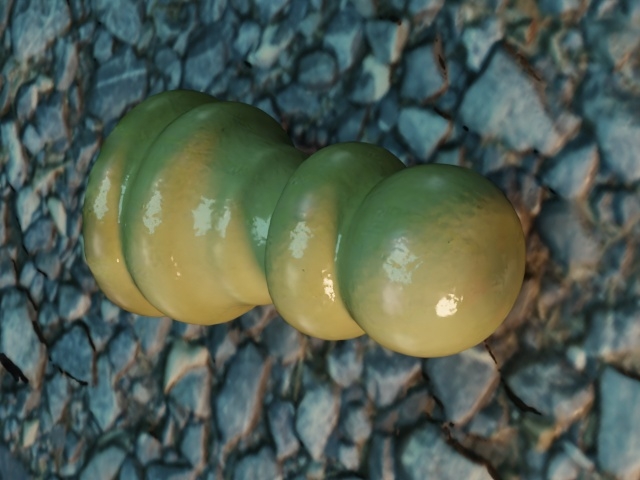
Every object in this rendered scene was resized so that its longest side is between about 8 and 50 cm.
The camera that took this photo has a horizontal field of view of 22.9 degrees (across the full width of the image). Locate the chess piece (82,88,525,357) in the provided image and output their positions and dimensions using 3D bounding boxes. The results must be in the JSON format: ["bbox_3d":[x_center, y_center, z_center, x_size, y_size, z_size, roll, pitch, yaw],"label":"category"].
[{"bbox_3d":[0.000,0.000,0.901,0.251,0.144,0.144,14,96,38],"label":"chess piece"}]
